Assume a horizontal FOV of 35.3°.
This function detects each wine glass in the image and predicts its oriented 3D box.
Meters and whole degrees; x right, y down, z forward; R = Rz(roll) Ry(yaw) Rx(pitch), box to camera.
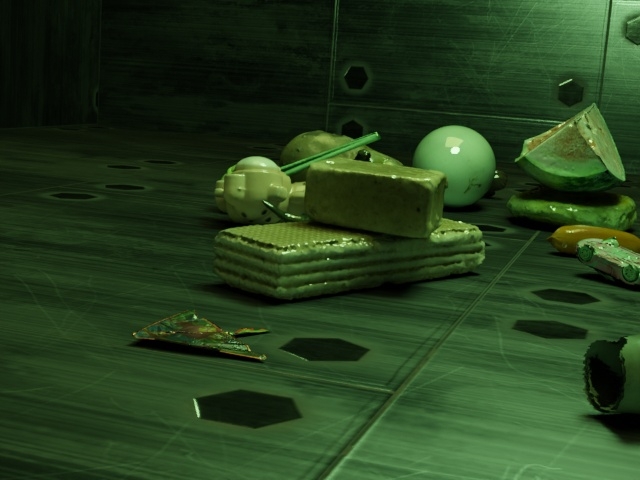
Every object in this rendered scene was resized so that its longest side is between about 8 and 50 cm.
[{"bbox_3d":[0.335,0.119,0.891,0.195,0.079,0.079,2,10,-16],"label":"wine glass"}]

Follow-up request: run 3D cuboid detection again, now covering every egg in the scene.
[{"bbox_3d":[0.301,-0.163,2.241,0.183,0.183,0.264,7,3,18],"label":"egg"}]

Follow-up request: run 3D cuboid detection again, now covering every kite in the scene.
[{"bbox_3d":[-0.120,0.097,1.040,0.159,0.010,0.190,0,12,-29],"label":"kite"}]

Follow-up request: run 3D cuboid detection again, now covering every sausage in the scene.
[{"bbox_3d":[0.477,0.002,1.722,0.183,0.054,0.062,5,37,-6],"label":"sausage"}]

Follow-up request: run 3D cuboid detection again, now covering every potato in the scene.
[{"bbox_3d":[0.042,-0.128,1.978,0.262,0.165,0.165,14,13,26],"label":"potato"}]

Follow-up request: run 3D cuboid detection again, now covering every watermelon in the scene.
[{"bbox_3d":[0.528,-0.191,2.069,0.224,0.180,0.305,18,22,15],"label":"watermelon"}]

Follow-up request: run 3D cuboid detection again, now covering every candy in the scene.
[{"bbox_3d":[-0.041,-0.139,1.897,0.335,0.092,0.093,-19,39,18],"label":"candy"}]

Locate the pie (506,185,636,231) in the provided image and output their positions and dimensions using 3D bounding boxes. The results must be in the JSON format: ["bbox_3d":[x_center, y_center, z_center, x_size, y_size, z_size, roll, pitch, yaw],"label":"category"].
[{"bbox_3d":[0.521,-0.061,2.079,0.277,0.078,0.277,1,14,0],"label":"pie"}]

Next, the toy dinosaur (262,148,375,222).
[{"bbox_3d":[0.023,-0.089,1.695,0.179,0.187,0.087,35,19,16],"label":"toy dinosaur"}]

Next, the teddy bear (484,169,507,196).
[{"bbox_3d":[0.381,-0.141,2.481,0.160,0.078,0.119,3,-27,36],"label":"teddy bear"}]

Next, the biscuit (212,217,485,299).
[{"bbox_3d":[0.056,0.016,1.389,0.144,0.078,0.426,15,15,43],"label":"biscuit"}]

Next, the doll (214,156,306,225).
[{"bbox_3d":[-0.057,-0.079,1.812,0.278,0.119,0.154,6,-6,-28],"label":"doll"}]

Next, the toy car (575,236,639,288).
[{"bbox_3d":[0.447,0.036,1.507,0.069,0.055,0.142,-13,28,-34],"label":"toy car"}]

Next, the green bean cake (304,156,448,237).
[{"bbox_3d":[0.076,-0.060,1.359,0.179,0.085,0.109,8,13,14],"label":"green bean cake"}]
